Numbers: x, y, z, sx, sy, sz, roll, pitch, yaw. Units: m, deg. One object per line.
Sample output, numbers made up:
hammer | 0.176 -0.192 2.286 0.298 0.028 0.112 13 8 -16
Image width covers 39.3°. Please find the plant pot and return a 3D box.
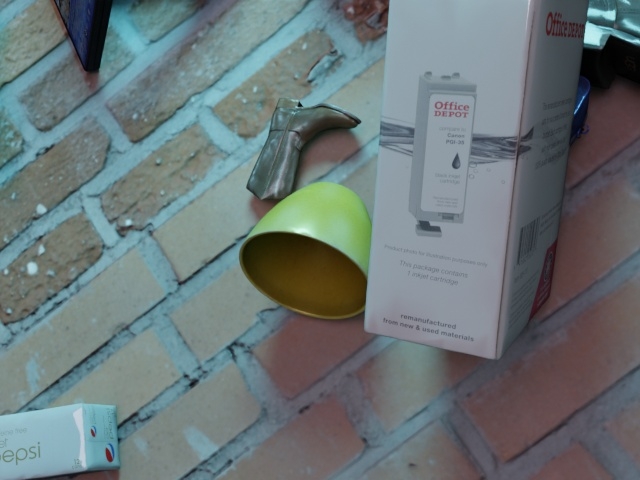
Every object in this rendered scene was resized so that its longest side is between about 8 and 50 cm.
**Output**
plant pot | 0.000 0.000 0.877 0.134 0.134 0.095 10 53 18

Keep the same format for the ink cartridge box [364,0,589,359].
ink cartridge box | 0.135 -0.071 0.749 0.117 0.207 0.283 10 105 24

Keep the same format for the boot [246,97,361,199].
boot | -0.019 -0.087 0.939 0.106 0.037 0.114 13 78 32

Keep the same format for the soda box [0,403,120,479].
soda box | -0.324 0.219 0.936 0.216 0.074 0.069 -11 75 13

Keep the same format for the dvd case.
dvd case | -0.291 -0.344 1.015 0.022 0.180 0.253 -17 69 -27

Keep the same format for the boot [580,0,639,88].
boot | 0.344 -0.243 0.839 0.263 0.091 0.229 21 76 20

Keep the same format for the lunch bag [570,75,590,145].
lunch bag | 0.213 -0.126 0.867 0.098 0.065 0.067 29 71 21
